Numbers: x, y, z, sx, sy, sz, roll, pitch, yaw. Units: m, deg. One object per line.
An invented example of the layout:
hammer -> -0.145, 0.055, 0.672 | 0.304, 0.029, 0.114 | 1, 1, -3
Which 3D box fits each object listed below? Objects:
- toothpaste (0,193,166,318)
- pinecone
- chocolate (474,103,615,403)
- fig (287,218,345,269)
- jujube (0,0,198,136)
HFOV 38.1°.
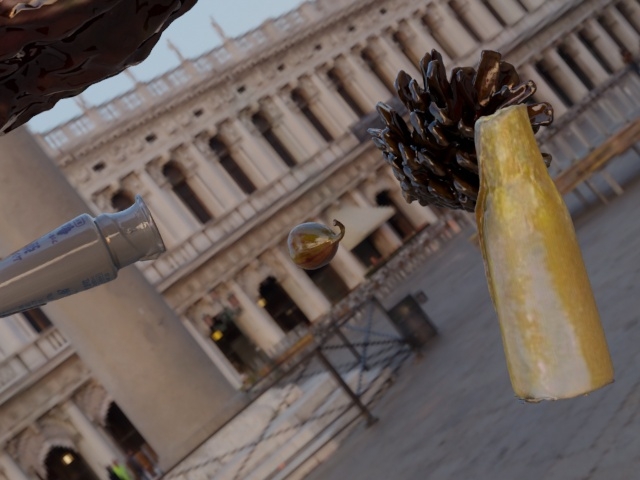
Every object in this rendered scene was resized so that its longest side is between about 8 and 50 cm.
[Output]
toothpaste -> -0.301, 0.044, 0.907 | 0.299, 0.073, 0.114 | -25, 5, -14
pinecone -> 0.174, -0.128, 1.119 | 0.202, 0.229, 0.201 | -15, -47, -34
chocolate -> 0.160, 0.008, 0.695 | 0.086, 0.219, 0.085 | -13, 5, 1
fig -> 0.000, 0.000, 0.924 | 0.050, 0.050, 0.083 | -37, 4, -37
jujube -> -0.268, -0.210, 0.665 | 0.377, 0.276, 0.276 | -27, -2, 1
